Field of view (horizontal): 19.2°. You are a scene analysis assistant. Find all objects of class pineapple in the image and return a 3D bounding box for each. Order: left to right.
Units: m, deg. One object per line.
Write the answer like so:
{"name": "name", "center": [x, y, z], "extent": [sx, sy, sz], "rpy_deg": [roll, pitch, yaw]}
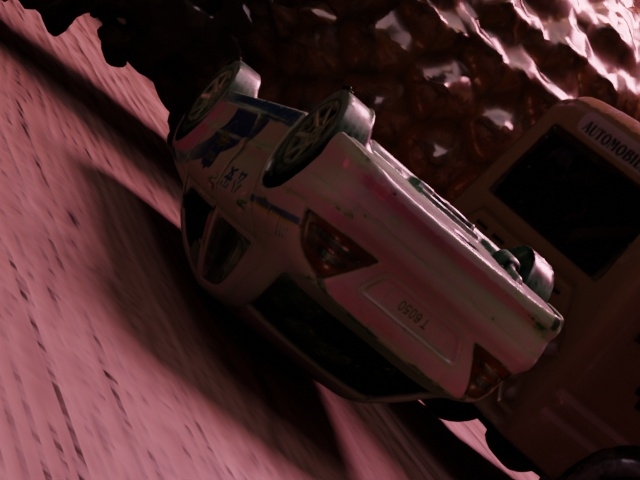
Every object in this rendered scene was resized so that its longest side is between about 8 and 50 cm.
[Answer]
{"name": "pineapple", "center": [-0.015, -0.101, 0.870], "extent": [0.362, 0.202, 0.202], "rpy_deg": [23, 14, -37]}

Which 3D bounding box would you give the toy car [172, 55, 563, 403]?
{"name": "toy car", "center": [0.000, 0.000, 0.628], "extent": [0.090, 0.076, 0.224], "rpy_deg": [39, -3, -18]}

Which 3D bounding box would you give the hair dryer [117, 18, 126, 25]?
{"name": "hair dryer", "center": [-0.123, -0.194, 1.279], "extent": [0.229, 0.092, 0.267], "rpy_deg": [26, -3, -14]}

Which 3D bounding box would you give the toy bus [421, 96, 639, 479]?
{"name": "toy bus", "center": [0.168, 0.075, 0.800], "extent": [0.289, 0.157, 0.139], "rpy_deg": [38, 5, -33]}
